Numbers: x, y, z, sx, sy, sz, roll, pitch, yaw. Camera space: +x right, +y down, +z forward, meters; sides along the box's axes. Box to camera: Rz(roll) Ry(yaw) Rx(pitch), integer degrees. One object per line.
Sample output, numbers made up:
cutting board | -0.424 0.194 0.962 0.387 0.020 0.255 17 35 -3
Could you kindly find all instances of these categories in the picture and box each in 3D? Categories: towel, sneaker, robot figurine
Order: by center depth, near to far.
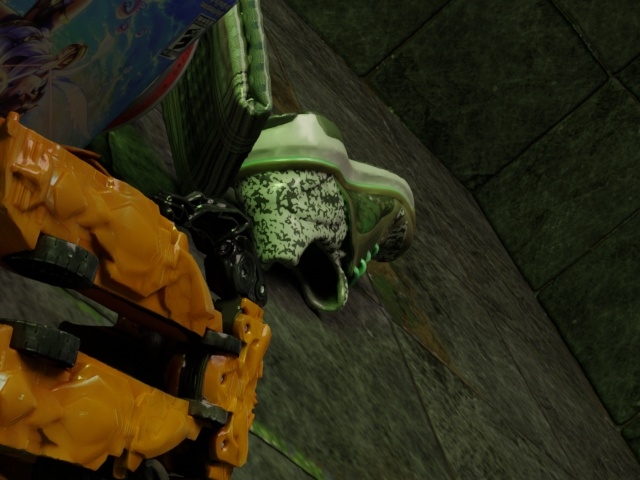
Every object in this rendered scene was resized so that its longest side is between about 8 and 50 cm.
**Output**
robot figurine | -0.116 0.054 0.626 0.291 0.085 0.211 42 55 -60
towel | -0.117 -0.210 1.035 0.312 0.056 0.324 136 -55 -71
sneaker | 0.000 0.000 1.306 0.410 0.158 0.182 28 56 -62

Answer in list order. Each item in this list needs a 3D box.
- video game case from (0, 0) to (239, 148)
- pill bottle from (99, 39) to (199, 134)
video game case | -0.188 -0.084 0.564 0.061 0.244 0.269 54 14 12
pill bottle | -0.218 -0.201 0.756 0.210 0.210 0.363 52 3 11
